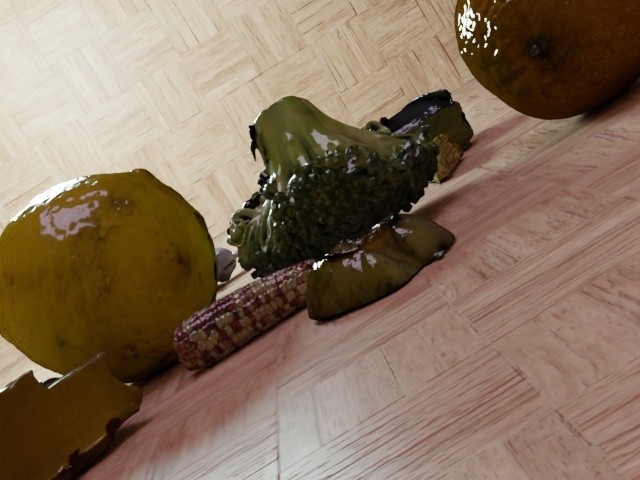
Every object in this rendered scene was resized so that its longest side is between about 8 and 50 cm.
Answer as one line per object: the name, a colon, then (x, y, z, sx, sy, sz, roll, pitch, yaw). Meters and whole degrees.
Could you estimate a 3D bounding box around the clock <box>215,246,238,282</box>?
clock: (-0.251, 0.070, 2.389, 0.117, 0.080, 0.176, -38, 10, -39)

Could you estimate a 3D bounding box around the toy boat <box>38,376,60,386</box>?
toy boat: (-0.416, 0.258, 1.719, 0.068, 0.088, 0.226, -35, 6, -32)

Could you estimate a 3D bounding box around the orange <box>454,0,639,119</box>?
orange: (0.356, -0.346, 1.661, 0.322, 0.322, 0.357, -27, 14, 35)

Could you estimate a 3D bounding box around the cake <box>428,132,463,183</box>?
cake: (0.189, -0.141, 1.972, 0.116, 0.080, 0.185, -25, 13, 27)

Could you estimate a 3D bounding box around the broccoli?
broccoli: (0.019, -0.074, 1.690, 0.324, 0.272, 0.334, 13, -33, -36)

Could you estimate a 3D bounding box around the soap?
soap: (-0.396, 0.264, 1.415, 0.259, 0.143, 0.281, -34, 1, -42)

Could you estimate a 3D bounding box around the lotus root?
lotus root: (0.063, 0.019, 1.367, 0.203, 0.078, 0.183, -26, 9, 29)

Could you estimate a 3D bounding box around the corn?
corn: (-0.097, 0.100, 1.523, 0.237, 0.079, 0.079, -29, 6, -2)

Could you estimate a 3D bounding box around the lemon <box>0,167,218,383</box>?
lemon: (-0.346, 0.061, 1.742, 0.387, 0.350, 0.350, -15, 15, 38)

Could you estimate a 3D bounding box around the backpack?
backpack: (0.184, -0.209, 2.206, 0.207, 0.140, 0.253, -30, 11, -8)
